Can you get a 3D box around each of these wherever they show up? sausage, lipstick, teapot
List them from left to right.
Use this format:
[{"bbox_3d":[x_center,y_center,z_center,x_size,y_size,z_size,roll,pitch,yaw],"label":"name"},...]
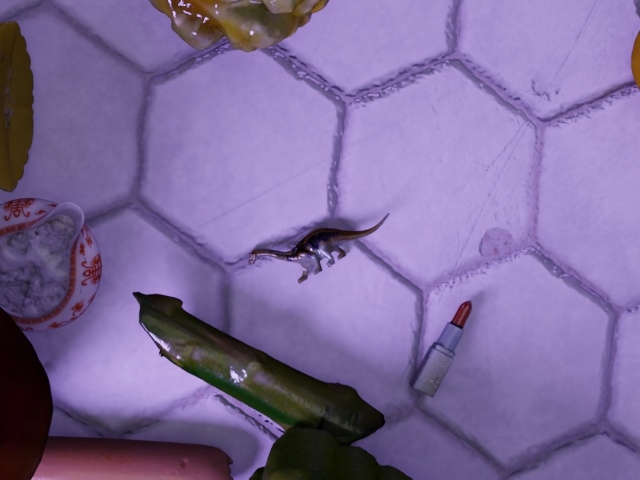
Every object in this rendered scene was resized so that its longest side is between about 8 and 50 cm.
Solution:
[{"bbox_3d":[-0.343,0.038,1.438,0.159,0.116,0.245,27,108,-16],"label":"teapot"},{"bbox_3d":[-0.248,0.281,1.474,0.289,0.086,0.086,4,93,-4],"label":"sausage"},{"bbox_3d":[0.156,0.132,1.530,0.030,0.030,0.129,29,91,-6],"label":"lipstick"}]

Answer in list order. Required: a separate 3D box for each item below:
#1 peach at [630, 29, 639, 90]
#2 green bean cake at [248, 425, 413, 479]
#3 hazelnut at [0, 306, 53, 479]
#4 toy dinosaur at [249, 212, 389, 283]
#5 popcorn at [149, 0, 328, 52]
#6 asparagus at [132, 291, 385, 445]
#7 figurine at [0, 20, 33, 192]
[{"bbox_3d":[0.474,-0.225,1.505,0.179,0.103,0.179,0,92,-2],"label":"peach"},{"bbox_3d":[0.010,0.427,1.419,0.319,0.218,0.335,27,103,-3],"label":"green bean cake"},{"bbox_3d":[-0.489,0.183,1.289,0.421,0.421,0.352,-8,62,-5],"label":"hazelnut"},{"bbox_3d":[0.004,0.015,1.507,0.180,0.037,0.058,-18,99,-3],"label":"toy dinosaur"},{"bbox_3d":[-0.099,-0.381,1.354,0.274,0.279,0.335,-33,118,-43],"label":"popcorn"},{"bbox_3d":[-0.085,0.162,1.480,0.343,0.085,0.082,27,48,-10],"label":"asparagus"},{"bbox_3d":[-0.507,-0.161,1.411,0.315,0.168,0.187,3,121,5],"label":"figurine"}]
